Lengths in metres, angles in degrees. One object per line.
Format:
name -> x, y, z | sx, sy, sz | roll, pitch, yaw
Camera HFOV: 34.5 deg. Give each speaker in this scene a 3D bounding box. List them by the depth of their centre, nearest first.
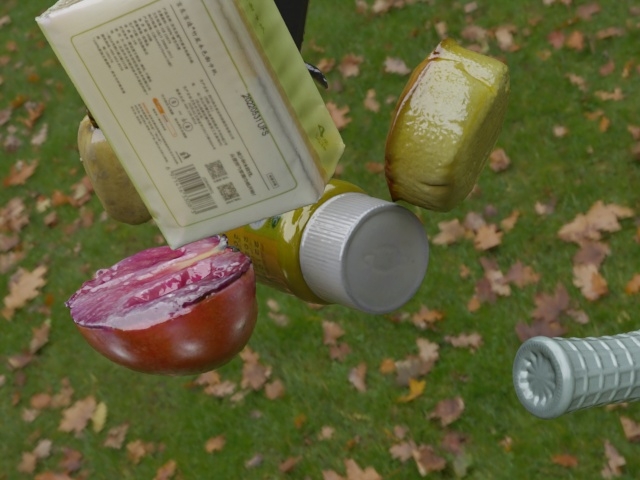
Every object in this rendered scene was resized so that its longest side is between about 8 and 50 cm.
speaker -> -0.051, -0.515, 2.109 | 0.184, 0.388, 0.180 | 7, 9, -3

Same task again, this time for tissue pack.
tissue pack -> -0.102, -0.128, 0.875 | 0.159, 0.234, 0.125 | -18, 26, 22

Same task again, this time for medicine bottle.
medicine bottle -> 0.000, 0.000, 1.812 | 0.224, 0.224, 0.384 | -44, 31, -19

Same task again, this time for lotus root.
lotus root -> -0.423, -0.174, 2.174 | 0.151, 0.343, 0.169 | -26, 48, -17

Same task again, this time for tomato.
tomato -> -0.241, 0.124, 1.634 | 0.289, 0.176, 0.335 | -21, 21, -20

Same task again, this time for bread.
bread -> 0.188, -0.171, 1.587 | 0.148, 0.270, 0.270 | 24, 58, 18

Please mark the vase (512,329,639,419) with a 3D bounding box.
vase -> 0.415, 0.176, 1.432 | 0.298, 0.143, 0.143 | -2, 26, -29
